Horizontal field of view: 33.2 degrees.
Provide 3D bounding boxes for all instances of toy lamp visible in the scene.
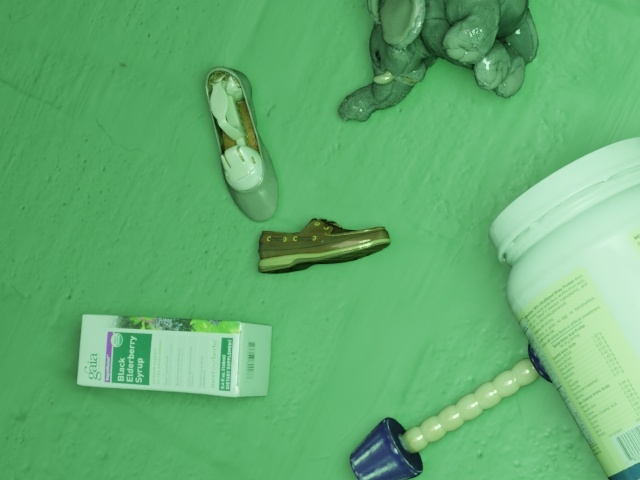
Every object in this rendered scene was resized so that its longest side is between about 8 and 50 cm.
[{"bbox_3d":[0.157,0.200,1.237,0.275,0.080,0.080,-33,72,12],"label":"toy lamp"}]

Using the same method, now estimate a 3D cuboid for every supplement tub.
[{"bbox_3d":[0.335,0.083,1.089,0.235,0.235,0.324,-33,72,16],"label":"supplement tub"}]

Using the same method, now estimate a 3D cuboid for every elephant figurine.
[{"bbox_3d":[0.124,-0.252,1.279,0.239,0.169,0.186,9,57,39],"label":"elephant figurine"}]

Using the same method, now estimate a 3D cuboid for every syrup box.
[{"bbox_3d":[-0.188,0.147,1.376,0.237,0.096,0.093,1,84,22],"label":"syrup box"}]

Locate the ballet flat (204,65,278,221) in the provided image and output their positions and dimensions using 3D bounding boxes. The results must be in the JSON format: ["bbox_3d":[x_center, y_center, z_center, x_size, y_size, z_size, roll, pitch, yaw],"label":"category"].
[{"bbox_3d":[-0.110,-0.127,1.395,0.072,0.068,0.213,-19,76,20],"label":"ballet flat"}]

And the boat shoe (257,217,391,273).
[{"bbox_3d":[0.000,0.000,1.334,0.178,0.064,0.060,-10,81,24],"label":"boat shoe"}]
